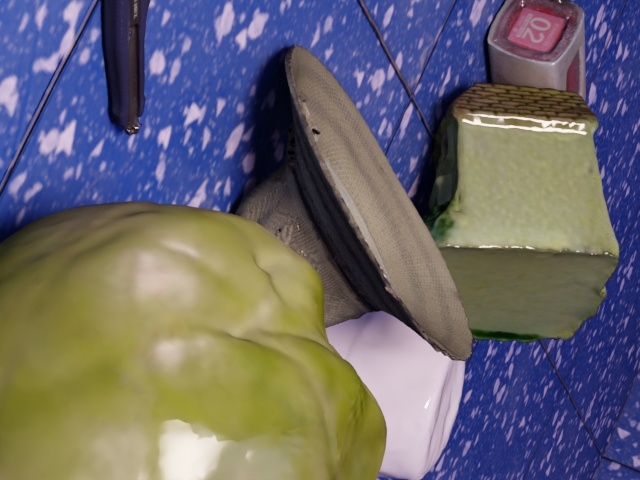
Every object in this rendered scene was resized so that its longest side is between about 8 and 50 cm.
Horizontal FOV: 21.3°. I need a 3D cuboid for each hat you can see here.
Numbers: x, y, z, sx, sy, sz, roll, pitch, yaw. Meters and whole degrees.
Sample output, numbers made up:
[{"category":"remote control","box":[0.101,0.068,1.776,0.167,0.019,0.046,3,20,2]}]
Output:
[{"category":"hat","box":[0.042,0.117,1.351,0.203,0.126,0.203,12,90,-73]},{"category":"hat","box":[0.000,0.000,1.169,0.110,0.252,0.252,-28,162,12]}]

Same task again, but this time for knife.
[{"category":"knife","box":[-0.108,-0.112,0.951,0.031,0.018,0.121,-45,150,-44]}]

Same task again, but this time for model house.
[{"category":"model house","box":[0.151,-0.030,1.498,0.214,0.195,0.189,98,-4,-66]}]

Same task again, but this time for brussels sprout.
[{"category":"brussels sprout","box":[-0.094,0.115,0.878,0.316,0.242,0.274,-45,154,-49]}]

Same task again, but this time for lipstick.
[{"category":"lipstick","box":[0.210,-0.128,1.623,0.079,0.077,0.253,-59,158,-24]}]
